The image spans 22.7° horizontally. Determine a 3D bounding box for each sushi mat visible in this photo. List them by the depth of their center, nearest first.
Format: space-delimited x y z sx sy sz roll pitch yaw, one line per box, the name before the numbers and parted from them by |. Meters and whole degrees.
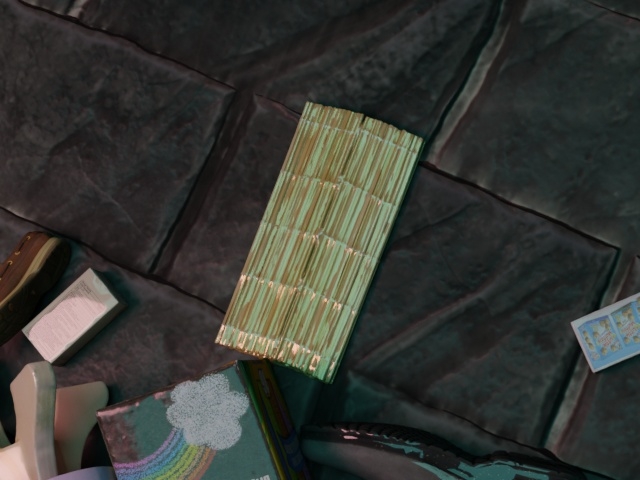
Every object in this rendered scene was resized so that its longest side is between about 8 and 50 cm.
sushi mat | 0.000 0.000 1.883 0.151 0.019 0.316 20 87 13

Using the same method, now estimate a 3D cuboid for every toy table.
toy table | -0.335 0.254 1.813 0.274 0.252 0.160 -35 67 40

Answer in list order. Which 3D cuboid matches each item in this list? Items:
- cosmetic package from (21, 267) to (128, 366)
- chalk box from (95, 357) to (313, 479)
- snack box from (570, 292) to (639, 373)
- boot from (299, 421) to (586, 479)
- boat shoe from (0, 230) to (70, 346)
cosmetic package | -0.295 0.093 1.919 0.115 0.041 0.060 -41 76 3
chalk box | -0.105 0.294 1.778 0.180 0.179 0.288 -20 84 7
snack box | 0.376 0.086 1.792 0.178 0.022 0.064 -24 79 7
boot | 0.116 0.330 1.769 0.338 0.118 0.222 12 92 19
boat shoe | -0.373 0.061 1.912 0.060 0.064 0.178 23 61 23
